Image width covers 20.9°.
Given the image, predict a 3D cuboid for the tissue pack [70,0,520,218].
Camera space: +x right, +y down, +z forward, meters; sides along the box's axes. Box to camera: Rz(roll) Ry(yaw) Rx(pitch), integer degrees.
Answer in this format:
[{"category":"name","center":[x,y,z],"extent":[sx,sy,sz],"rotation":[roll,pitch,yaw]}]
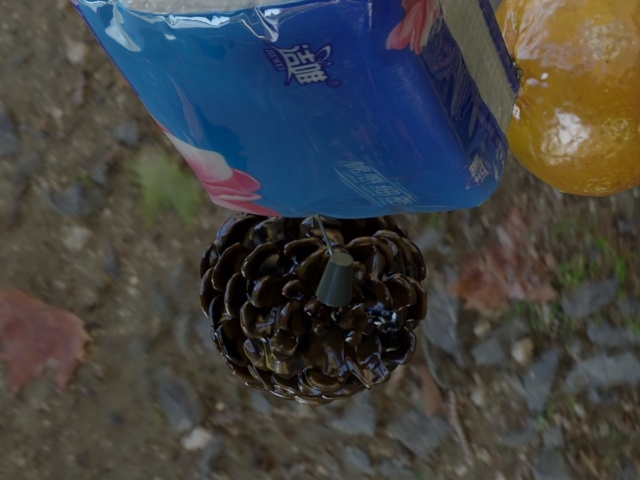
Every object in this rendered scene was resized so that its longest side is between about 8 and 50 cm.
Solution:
[{"category":"tissue pack","center":[-0.007,-0.117,1.038],"extent":[0.209,0.270,0.137],"rotation":[-2,63,17]}]

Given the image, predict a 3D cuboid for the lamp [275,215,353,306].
[{"category":"lamp","center":[0.000,0.000,1.521],"extent":[0.041,0.054,0.121],"rotation":[-4,38,-23]}]

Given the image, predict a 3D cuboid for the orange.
[{"category":"orange","center":[0.245,-0.149,1.595],"extent":[0.193,0.219,0.219],"rotation":[6,73,-11]}]

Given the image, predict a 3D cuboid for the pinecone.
[{"category":"pinecone","center":[-0.006,0.053,1.688],"extent":[0.224,0.272,0.224],"rotation":[0,90,-4]}]
